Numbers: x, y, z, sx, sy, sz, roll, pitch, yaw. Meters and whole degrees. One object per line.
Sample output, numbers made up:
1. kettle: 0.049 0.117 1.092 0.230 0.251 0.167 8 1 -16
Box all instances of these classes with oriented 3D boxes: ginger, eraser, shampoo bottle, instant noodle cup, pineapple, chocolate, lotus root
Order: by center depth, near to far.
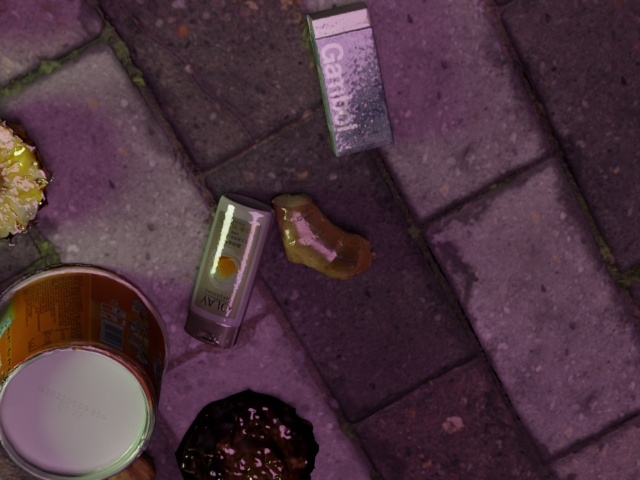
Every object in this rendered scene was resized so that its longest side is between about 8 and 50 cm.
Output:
1. pineapple: -0.484 -0.092 1.892 0.221 0.047 0.221 -1 115 -3
2. eraser: 0.044 -0.232 1.943 0.092 0.046 0.212 -14 113 -4
3. instant noodle cup: -0.360 0.206 1.949 0.296 0.214 0.296 -3 112 -8
4. shampoo bottle: -0.138 0.046 2.008 0.086 0.056 0.227 22 108 12
5. ginger: 0.000 -0.002 2.013 0.190 0.069 0.095 30 72 -18
6. chocolate: -0.103 0.364 2.077 0.224 0.177 0.206 -18 113 -4
7. lotus root: -0.300 0.362 2.098 0.063 0.072 0.152 -5 136 27
